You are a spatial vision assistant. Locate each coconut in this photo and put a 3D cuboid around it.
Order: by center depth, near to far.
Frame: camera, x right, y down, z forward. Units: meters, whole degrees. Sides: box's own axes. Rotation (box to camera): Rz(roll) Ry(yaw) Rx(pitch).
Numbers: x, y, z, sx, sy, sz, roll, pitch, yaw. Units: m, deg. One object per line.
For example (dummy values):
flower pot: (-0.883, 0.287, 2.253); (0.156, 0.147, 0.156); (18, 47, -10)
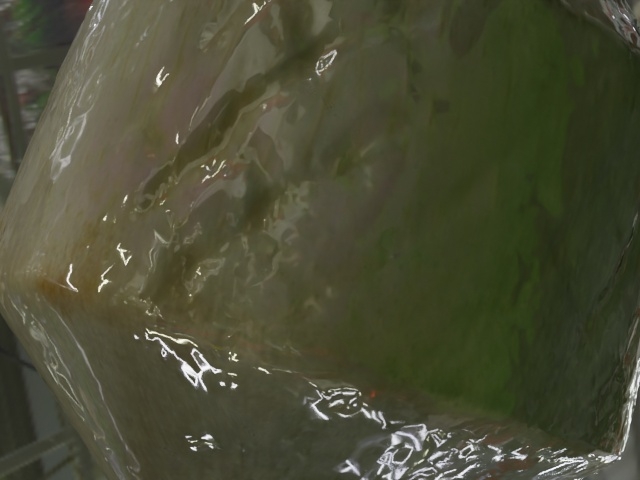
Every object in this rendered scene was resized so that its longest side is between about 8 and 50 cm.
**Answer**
coconut: (0.000, 0.000, 0.721); (0.344, 0.415, 0.415); (21, -108, -24)
